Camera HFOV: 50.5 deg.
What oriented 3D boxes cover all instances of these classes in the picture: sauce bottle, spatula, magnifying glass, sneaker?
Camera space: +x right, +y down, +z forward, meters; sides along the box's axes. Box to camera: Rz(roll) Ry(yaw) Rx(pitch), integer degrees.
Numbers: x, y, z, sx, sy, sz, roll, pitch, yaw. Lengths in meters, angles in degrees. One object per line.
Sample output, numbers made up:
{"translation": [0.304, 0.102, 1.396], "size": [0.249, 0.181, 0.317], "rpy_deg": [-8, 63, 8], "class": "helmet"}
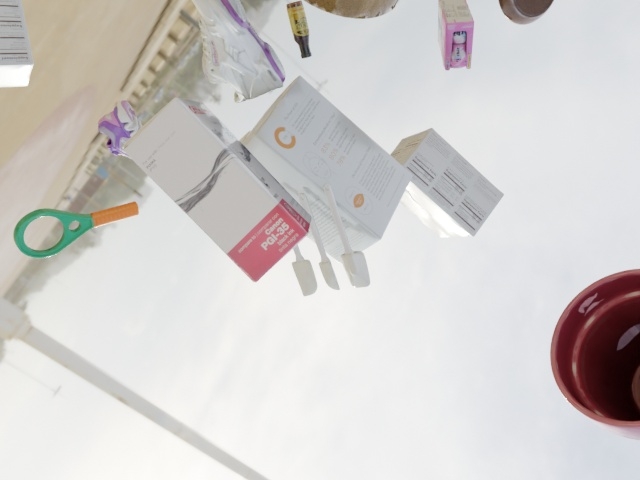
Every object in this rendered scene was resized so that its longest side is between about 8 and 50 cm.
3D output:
{"translation": [-0.046, -0.493, 1.588], "size": [0.042, 0.128, 0.042], "rpy_deg": [-14, -159, 6], "class": "sauce bottle"}
{"translation": [0.000, 0.000, 1.428], "size": [0.168, 0.242, 0.019], "rpy_deg": [-9, -162, 29], "class": "spatula"}
{"translation": [-0.451, -0.031, 1.264], "size": [0.230, 0.092, 0.026], "rpy_deg": [-18, -144, -32], "class": "magnifying glass"}
{"translation": [-0.487, -0.245, 1.735], "size": [0.104, 0.236, 0.095], "rpy_deg": [-26, -135, 2], "class": "sneaker"}
{"translation": [-0.198, -0.396, 1.355], "size": [0.152, 0.305, 0.114], "rpy_deg": [-25, -140, 16], "class": "sneaker"}

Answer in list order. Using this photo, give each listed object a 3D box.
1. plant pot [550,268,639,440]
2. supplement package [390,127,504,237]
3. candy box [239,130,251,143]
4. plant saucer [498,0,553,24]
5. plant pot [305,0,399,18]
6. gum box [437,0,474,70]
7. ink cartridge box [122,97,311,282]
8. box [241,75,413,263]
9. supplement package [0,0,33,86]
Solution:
{"translation": [0.418, 0.159, 0.841], "size": [0.201, 0.180, 0.201], "rpy_deg": [-28, -134, 32], "class": "plant pot"}
{"translation": [0.302, -0.143, 1.773], "size": [0.145, 0.262, 0.204], "rpy_deg": [-52, -168, -9], "class": "supplement package"}
{"translation": [-0.239, -0.167, 1.733], "size": [0.196, 0.070, 0.165], "rpy_deg": [-33, -157, 39], "class": "candy box"}
{"translation": [0.466, -0.563, 1.497], "size": [0.168, 0.168, 0.029], "rpy_deg": [-52, -148, 0], "class": "plant saucer"}
{"translation": [0.064, -0.528, 1.059], "size": [0.237, 0.237, 0.254], "rpy_deg": [-65, -179, -36], "class": "plant pot"}
{"translation": [0.304, -0.471, 1.535], "size": [0.062, 0.107, 0.188], "rpy_deg": [-2, -143, 5], "class": "gum box"}
{"translation": [-0.152, -0.087, 1.084], "size": [0.117, 0.283, 0.207], "rpy_deg": [-43, -174, 8], "class": "ink cartridge box"}
{"translation": [-0.001, -0.152, 1.503], "size": [0.168, 0.345, 0.215], "rpy_deg": [-34, -159, 51], "class": "box"}
{"translation": [-0.724, -0.473, 1.481], "size": [0.133, 0.244, 0.139], "rpy_deg": [-10, 175, -29], "class": "supplement package"}
